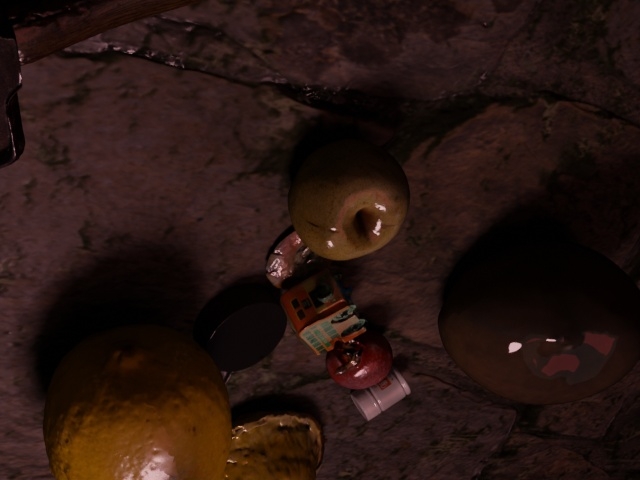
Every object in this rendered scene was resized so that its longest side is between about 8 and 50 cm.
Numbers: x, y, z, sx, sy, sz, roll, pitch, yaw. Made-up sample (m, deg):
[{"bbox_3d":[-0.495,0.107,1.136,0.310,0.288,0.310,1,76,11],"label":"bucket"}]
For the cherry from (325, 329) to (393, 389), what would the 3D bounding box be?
[{"bbox_3d":[0.048,0.185,1.984,0.107,0.090,0.225,-16,172,18],"label":"cherry"}]

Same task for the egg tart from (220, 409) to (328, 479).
[{"bbox_3d":[-0.122,0.417,2.081,0.345,0.132,0.345,-22,138,-22],"label":"egg tart"}]

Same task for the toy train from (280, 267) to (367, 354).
[{"bbox_3d":[0.005,0.102,1.872,0.099,0.072,0.188,-26,160,4],"label":"toy train"}]

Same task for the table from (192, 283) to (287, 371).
[{"bbox_3d":[-0.114,0.126,1.852,0.133,0.043,0.133,-23,140,-21],"label":"table"}]

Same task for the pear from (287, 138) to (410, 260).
[{"bbox_3d":[0.036,-0.055,1.717,0.167,0.136,0.167,-20,137,-20],"label":"pear"}]

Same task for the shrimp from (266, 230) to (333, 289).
[{"bbox_3d":[0.000,0.000,1.821,0.190,0.042,0.101,-45,138,11],"label":"shrimp"}]

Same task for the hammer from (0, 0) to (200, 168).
[{"bbox_3d":[-0.231,-0.244,1.352,0.408,0.095,0.242,-26,142,-26],"label":"hammer"}]

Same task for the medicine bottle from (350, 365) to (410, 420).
[{"bbox_3d":[0.101,0.254,2.157,0.089,0.057,0.057,-33,143,-9],"label":"medicine bottle"}]

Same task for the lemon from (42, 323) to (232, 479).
[{"bbox_3d":[-0.239,0.241,1.698,0.260,0.260,0.284,-32,123,-9],"label":"lemon"}]

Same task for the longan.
[{"bbox_3d":[0.361,0.135,2.090,0.350,0.288,0.288,-2,130,-25],"label":"longan"}]
